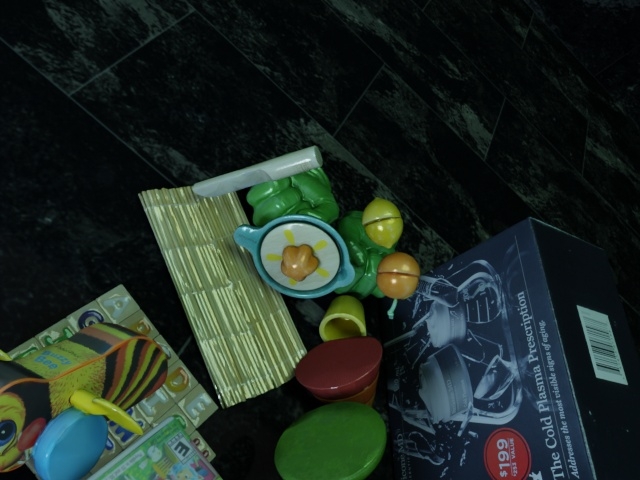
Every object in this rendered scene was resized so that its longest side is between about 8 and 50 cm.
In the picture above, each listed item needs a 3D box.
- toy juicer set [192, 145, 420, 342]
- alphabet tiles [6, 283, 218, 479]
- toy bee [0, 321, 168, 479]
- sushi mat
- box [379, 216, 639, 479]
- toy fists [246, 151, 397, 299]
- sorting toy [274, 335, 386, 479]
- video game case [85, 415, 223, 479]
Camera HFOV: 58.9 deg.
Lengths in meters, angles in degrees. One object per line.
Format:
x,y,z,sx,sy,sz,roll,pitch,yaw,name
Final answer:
0.000,0.000,0.769,0.329,0.209,0.089,46,27,-17,toy juicer set
-0.231,0.191,0.635,0.237,0.009,0.198,52,45,0,alphabet tiles
-0.252,0.148,0.503,0.196,0.162,0.298,5,29,6,toy bee
-0.130,0.059,0.786,0.152,0.019,0.316,-14,74,-44,sushi mat
0.259,0.199,0.806,0.179,0.312,0.342,18,54,-30,box
0.012,-0.016,0.892,0.279,0.096,0.142,39,48,-16,toy fists
0.029,0.260,0.664,0.365,0.127,0.126,-76,150,-66,sorting toy
-0.149,0.285,0.474,0.193,0.023,0.212,49,42,8,video game case
